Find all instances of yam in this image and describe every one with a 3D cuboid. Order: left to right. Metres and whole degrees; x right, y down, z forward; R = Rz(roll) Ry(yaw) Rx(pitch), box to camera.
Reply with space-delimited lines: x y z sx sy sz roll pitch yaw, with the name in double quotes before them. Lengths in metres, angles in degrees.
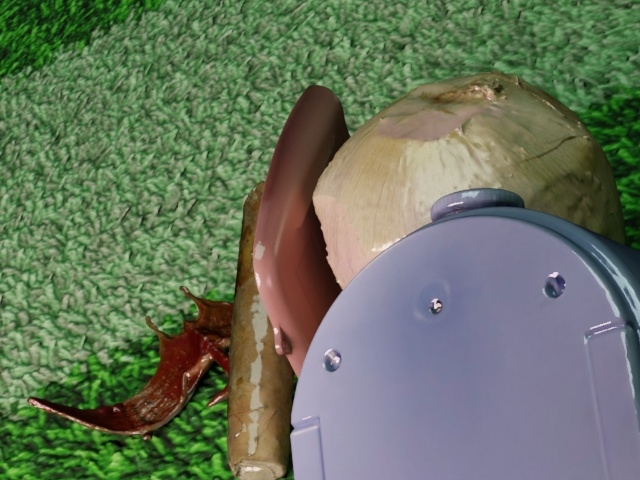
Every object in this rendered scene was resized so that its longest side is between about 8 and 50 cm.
"yam" -0.056 0.088 1.828 0.071 0.067 0.317 -8 61 19

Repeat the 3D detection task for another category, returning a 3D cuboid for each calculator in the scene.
"calculator" 0.000 0.000 1.842 0.048 0.220 0.329 -6 39 21

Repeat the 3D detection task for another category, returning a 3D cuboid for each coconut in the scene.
"coconut" 0.142 -0.027 1.751 0.297 0.254 0.297 -17 40 15

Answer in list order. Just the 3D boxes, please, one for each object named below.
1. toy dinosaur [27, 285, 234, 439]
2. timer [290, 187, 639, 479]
"toy dinosaur" -0.145 0.094 1.926 0.327 0.113 0.206 -24 36 12
"timer" 0.155 0.142 1.495 0.395 0.173 0.395 -14 69 40
